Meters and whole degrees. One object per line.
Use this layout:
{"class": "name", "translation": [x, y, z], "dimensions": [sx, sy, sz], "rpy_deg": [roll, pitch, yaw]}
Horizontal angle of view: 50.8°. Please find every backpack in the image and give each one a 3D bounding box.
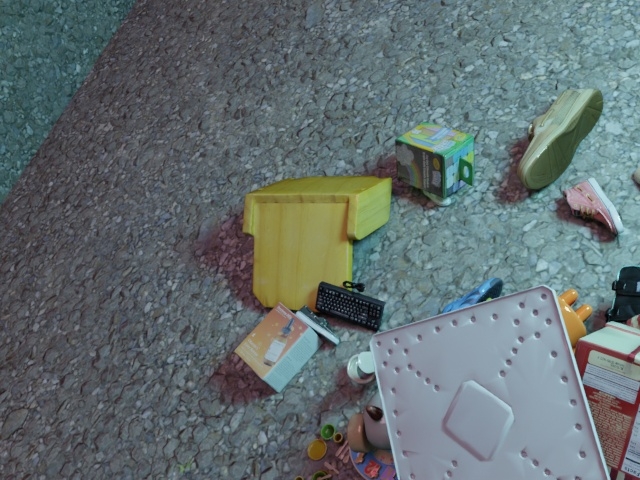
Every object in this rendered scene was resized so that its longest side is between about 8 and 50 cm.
{"class": "backpack", "translation": [0.679, 0.141, 1.312], "dimensions": [0.188, 0.144, 0.166], "rpy_deg": [-7, 50, 49]}

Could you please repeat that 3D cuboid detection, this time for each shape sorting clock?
{"class": "shape sorting clock", "translation": [0.158, 0.431, 1.456], "dimensions": [0.206, 0.040, 0.206], "rpy_deg": [-14, 51, 19]}

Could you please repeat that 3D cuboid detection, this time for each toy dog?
{"class": "toy dog", "translation": [0.149, 0.306, 1.437], "dimensions": [0.220, 0.161, 0.334], "rpy_deg": [-16, 40, 11]}

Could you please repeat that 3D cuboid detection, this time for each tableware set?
{"class": "tableware set", "translation": [0.001, 0.491, 1.509], "dimensions": [0.104, 0.024, 0.154], "rpy_deg": [27, 73, 40]}

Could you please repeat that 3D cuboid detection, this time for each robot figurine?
{"class": "robot figurine", "translation": [0.463, 0.196, 1.407], "dimensions": [0.219, 0.158, 0.128], "rpy_deg": [-37, 18, -1]}

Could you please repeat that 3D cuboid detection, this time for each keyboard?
{"class": "keyboard", "translation": [0.073, 0.150, 1.665], "dimensions": [0.180, 0.023, 0.108], "rpy_deg": [16, 103, 24]}

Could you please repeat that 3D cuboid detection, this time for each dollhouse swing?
{"class": "dollhouse swing", "translation": [0.000, 0.000, 1.851], "dimensions": [0.346, 0.305, 0.315], "rpy_deg": [1, 16, 29]}

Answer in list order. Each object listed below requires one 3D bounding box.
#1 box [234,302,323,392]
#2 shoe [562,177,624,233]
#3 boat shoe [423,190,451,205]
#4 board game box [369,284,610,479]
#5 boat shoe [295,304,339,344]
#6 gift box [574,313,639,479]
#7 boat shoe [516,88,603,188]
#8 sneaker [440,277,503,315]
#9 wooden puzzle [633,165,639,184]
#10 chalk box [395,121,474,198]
{"class": "box", "translation": [-0.104, 0.266, 1.688], "dimensions": [0.170, 0.091, 0.130], "rpy_deg": [-48, 48, -10]}
{"class": "shoe", "translation": [0.629, -0.069, 1.561], "dimensions": [0.081, 0.063, 0.178], "rpy_deg": [-24, 43, 13]}
{"class": "boat shoe", "translation": [0.306, -0.126, 1.793], "dimensions": [0.035, 0.035, 0.100], "rpy_deg": [-41, 47, -5]}
{"class": "board game box", "translation": [0.289, 0.316, 1.196], "dimensions": [0.390, 0.050, 0.390], "rpy_deg": [-23, 71, 37]}
{"class": "boat shoe", "translation": [-0.003, 0.210, 1.692], "dimensions": [0.142, 0.049, 0.040], "rpy_deg": [33, 76, 29]}
{"class": "gift box", "translation": [0.581, 0.273, 1.168], "dimensions": [0.255, 0.258, 0.276], "rpy_deg": [23, 104, 35]}
{"class": "boat shoe", "translation": [0.582, -0.258, 1.696], "dimensions": [0.110, 0.122, 0.341], "rpy_deg": [22, 59, 43]}
{"class": "sneaker", "translation": [0.330, 0.152, 1.552], "dimensions": [0.209, 0.069, 0.082], "rpy_deg": [-45, 44, -8]}
{"class": "wooden puzzle", "translation": [0.853, -0.160, 1.484], "dimensions": [0.238, 0.044, 0.221], "rpy_deg": [-32, 27, 9]}
{"class": "chalk box", "translation": [0.318, -0.206, 1.758], "dimensions": [0.132, 0.132, 0.213], "rpy_deg": [-34, 44, -32]}
